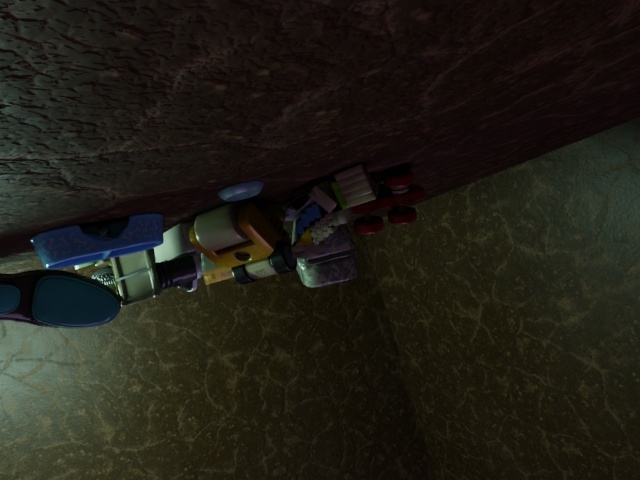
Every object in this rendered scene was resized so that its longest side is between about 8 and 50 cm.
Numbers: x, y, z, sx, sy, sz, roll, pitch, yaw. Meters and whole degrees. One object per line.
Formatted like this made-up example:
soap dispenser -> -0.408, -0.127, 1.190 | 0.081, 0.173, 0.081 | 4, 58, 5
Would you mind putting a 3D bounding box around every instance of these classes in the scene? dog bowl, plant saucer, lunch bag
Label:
dog bowl -> -0.526, 0.002, 1.084 | 0.297, 0.074, 0.166 | -13, 176, -33
plant saucer -> -0.194, -0.119, 1.101 | 0.119, 0.021, 0.119 | -16, 178, -1
lunch bag -> 0.000, 0.000, 1.585 | 0.213, 0.256, 0.305 | -15, -166, -6

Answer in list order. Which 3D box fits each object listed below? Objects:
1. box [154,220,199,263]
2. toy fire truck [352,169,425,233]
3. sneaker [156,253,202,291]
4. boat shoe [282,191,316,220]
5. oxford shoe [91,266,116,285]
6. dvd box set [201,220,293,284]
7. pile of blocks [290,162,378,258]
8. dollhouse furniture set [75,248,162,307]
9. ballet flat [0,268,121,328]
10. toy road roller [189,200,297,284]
box -> -0.453, 0.012, 1.454 | 0.113, 0.094, 0.275 | -12, 176, -41
toy fire truck -> 0.191, -0.152, 1.554 | 0.302, 0.169, 0.254 | -15, -159, -12
sneaker -> -0.478, 0.115, 1.452 | 0.147, 0.104, 0.296 | -10, 169, -24
boat shoe -> -0.080, -0.114, 1.483 | 0.184, 0.066, 0.063 | -15, 164, 41
oxford shoe -> -0.852, 0.141, 1.903 | 0.227, 0.082, 0.096 | -15, -179, -10
dvd box set -> -0.281, 0.033, 1.854 | 0.420, 0.062, 0.307 | -16, -153, -10
pile of blocks -> 0.026, -0.095, 1.333 | 0.362, 0.149, 0.112 | -46, -177, 27
dollhouse furniture set -> -0.593, 0.103, 1.403 | 0.302, 0.197, 0.151 | -17, 176, 20
ballet flat -> -0.800, 0.143, 1.194 | 0.182, 0.164, 0.483 | 17, -176, 44
toy road roller -> -0.221, -0.033, 1.380 | 0.203, 0.240, 0.329 | -17, 140, 22
